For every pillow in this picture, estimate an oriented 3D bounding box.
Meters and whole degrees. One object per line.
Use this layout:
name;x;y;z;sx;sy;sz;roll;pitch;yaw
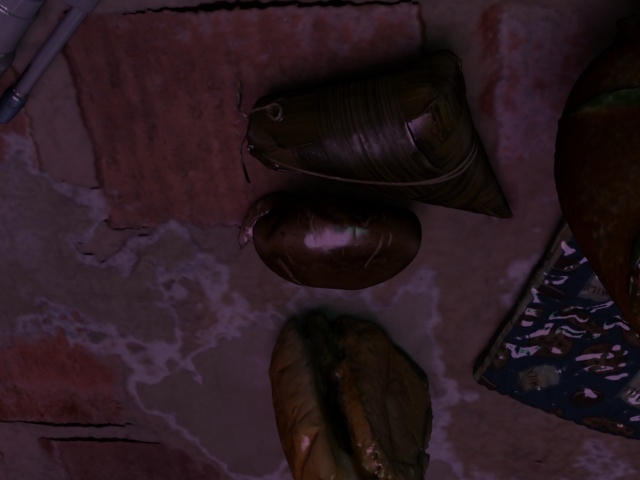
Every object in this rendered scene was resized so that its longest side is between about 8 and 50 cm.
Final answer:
pillow;0.264;0.073;0.913;0.189;0.034;0.255;17;127;-5

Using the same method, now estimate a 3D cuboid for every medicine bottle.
medicine bottle;-0.265;-0.148;0.825;0.092;0.061;0.221;22;132;-38

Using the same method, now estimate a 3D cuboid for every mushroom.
mushroom;-0.001;0.002;0.861;0.171;0.080;0.135;5;168;37

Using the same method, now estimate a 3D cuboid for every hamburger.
hamburger;0.013;0.180;0.928;0.135;0.207;0.155;-34;119;27

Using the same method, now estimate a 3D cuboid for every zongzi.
zongzi;0.044;-0.061;0.831;0.187;0.084;0.184;-5;145;26

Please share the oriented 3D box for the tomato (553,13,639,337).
tomato;0.308;-0.034;0.661;0.304;0.303;0.239;-21;136;24
